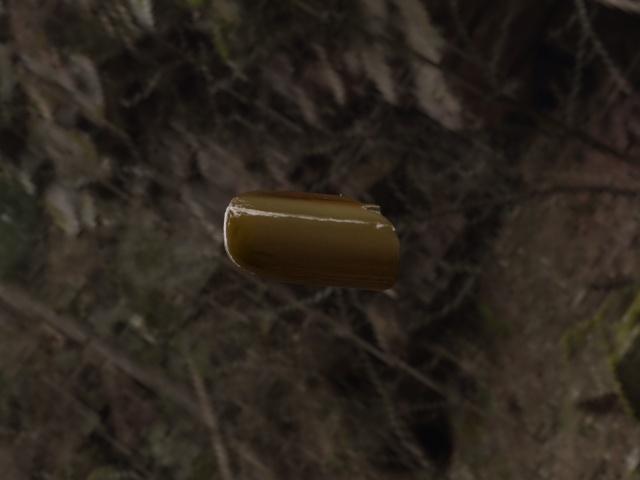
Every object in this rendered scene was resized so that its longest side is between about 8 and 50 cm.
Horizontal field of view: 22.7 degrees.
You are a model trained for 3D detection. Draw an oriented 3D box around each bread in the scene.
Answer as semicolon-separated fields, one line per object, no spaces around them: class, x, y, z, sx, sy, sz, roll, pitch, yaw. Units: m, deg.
bread;0.002;0.000;0.857;0.062;0.103;0.049;-24;-61;-70
